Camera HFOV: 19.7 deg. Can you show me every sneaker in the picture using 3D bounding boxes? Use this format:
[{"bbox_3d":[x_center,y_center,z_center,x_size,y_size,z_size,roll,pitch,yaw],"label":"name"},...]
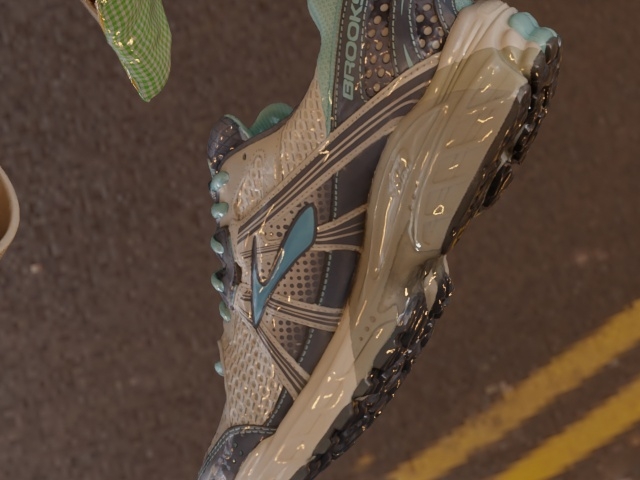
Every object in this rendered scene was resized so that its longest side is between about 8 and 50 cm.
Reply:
[{"bbox_3d":[0.000,0.000,0.836,0.283,0.122,0.110,-63,166,24],"label":"sneaker"}]

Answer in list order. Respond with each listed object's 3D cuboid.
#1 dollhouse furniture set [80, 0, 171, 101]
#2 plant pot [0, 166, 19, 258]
[{"bbox_3d":[-0.137,-0.280,1.241,0.151,0.301,0.197,-28,157,3],"label":"dollhouse furniture set"},{"bbox_3d":[-0.360,0.052,1.169,0.256,0.256,0.274,10,119,-35],"label":"plant pot"}]
